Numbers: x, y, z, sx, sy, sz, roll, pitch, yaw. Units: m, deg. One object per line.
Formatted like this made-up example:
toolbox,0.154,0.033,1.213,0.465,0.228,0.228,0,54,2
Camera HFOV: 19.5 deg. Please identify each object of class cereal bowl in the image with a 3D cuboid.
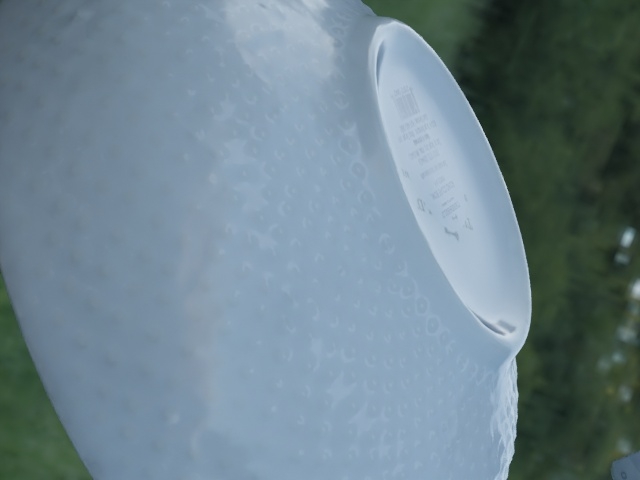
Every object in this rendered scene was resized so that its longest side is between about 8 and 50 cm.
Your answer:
cereal bowl,0.000,0.000,0.845,0.141,0.339,0.339,-22,-150,21

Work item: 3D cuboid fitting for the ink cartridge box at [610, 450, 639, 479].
ink cartridge box,0.340,0.214,0.969,0.072,0.307,0.303,131,-58,-68
